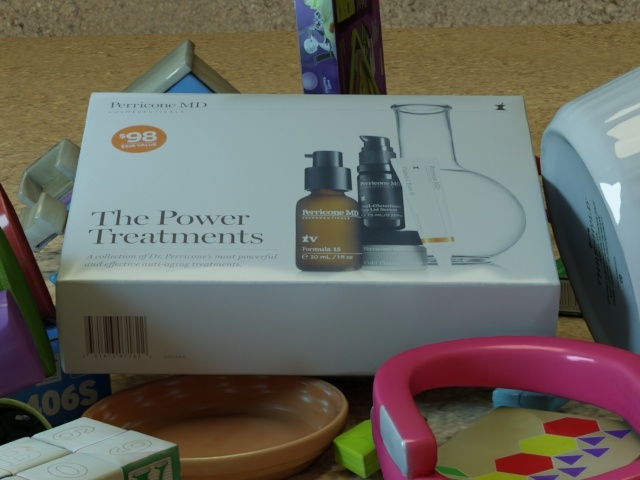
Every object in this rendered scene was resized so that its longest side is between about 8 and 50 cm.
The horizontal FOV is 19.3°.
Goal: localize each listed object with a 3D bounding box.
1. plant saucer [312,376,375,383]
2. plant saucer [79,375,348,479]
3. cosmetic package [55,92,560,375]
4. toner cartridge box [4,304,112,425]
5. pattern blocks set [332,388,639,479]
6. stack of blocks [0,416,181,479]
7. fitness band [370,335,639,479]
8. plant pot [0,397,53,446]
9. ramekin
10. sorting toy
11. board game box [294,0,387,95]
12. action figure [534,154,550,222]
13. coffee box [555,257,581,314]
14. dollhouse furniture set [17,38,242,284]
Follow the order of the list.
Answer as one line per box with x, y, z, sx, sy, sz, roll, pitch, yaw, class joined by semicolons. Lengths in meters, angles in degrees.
0.014;0.013;1.618;0.317;0.044;0.318;1;43;-1;plant saucer
-0.078;0.142;1.384;0.199;0.037;0.200;-4;13;1;plant saucer
-0.010;-0.012;1.519;0.377;0.097;0.284;0;32;-1;cosmetic package
-0.331;0.088;1.590;0.165;0.075;0.347;-15;18;-33;toner cartridge box
0.140;0.158;1.276;0.285;0.026;0.324;8;18;39;pattern blocks set
-0.208;0.181;0.988;0.087;0.171;0.297;10;19;44;stack of blocks
0.142;0.127;1.250;0.209;0.054;0.291;-2;15;-5;fitness band
-0.219;0.148;1.335;0.083;0.083;0.079;-4;3;2;plant pot
0.265;-0.006;1.446;0.127;0.273;0.273;-18;16;-6;ramekin
-0.271;0.053;1.371;0.126;0.127;0.365;-22;15;-3;sorting toy
0.026;-0.176;1.986;0.056;0.347;0.208;-1;14;19;board game box
0.137;-0.065;1.858;0.280;0.092;0.139;16;14;-9;action figure
0.297;0.039;1.680;0.184;0.040;0.113;3;16;27;coffee box
-0.157;0.006;1.879;0.286;0.198;0.303;-35;29;27;dollhouse furniture set
